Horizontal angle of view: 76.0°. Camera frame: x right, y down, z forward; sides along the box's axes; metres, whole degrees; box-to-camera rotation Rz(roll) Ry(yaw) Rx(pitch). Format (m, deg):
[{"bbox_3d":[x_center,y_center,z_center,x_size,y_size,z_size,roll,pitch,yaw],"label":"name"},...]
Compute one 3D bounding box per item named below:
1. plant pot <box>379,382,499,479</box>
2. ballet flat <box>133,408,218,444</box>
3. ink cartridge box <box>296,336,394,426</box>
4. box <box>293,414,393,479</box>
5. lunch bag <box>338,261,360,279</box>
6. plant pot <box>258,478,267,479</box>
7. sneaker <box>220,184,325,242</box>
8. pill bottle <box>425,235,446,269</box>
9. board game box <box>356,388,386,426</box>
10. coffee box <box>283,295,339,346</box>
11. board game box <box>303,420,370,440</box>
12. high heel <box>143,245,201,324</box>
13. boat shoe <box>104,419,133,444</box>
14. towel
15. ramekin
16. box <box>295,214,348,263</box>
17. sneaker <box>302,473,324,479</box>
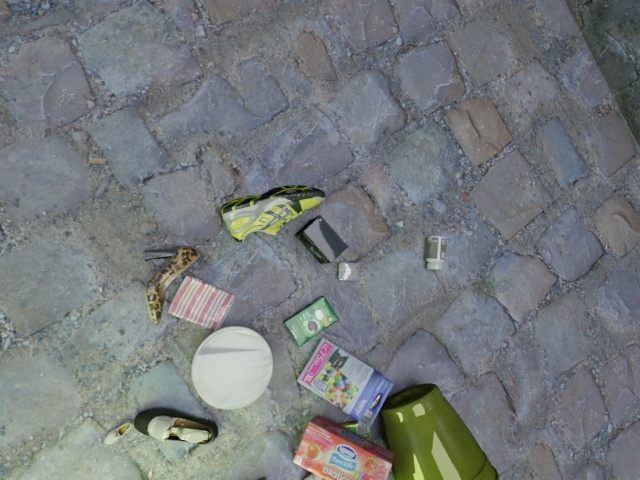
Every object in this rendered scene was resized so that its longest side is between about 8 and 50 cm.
[{"bbox_3d":[0.388,0.733,1.490,0.367,0.366,0.352,-21,79,-16],"label":"plant pot"},{"bbox_3d":[-0.479,0.624,1.364,0.281,0.096,0.095,13,83,-14],"label":"ballet flat"},{"bbox_3d":[0.093,0.514,1.491,0.311,0.065,0.185,31,75,9],"label":"ink cartridge box"},{"bbox_3d":[0.082,0.735,1.389,0.300,0.154,0.142,20,82,17],"label":"box"},{"bbox_3d":[0.108,0.119,1.587,0.083,0.053,0.071,2,88,-25],"label":"lunch bag"},{"bbox_3d":[-0.270,0.954,1.351,0.187,0.212,0.212,-5,87,-3],"label":"plant pot"},{"bbox_3d":[-0.163,-0.107,1.504,0.385,0.145,0.147,-15,111,-14],"label":"sneaker"},{"bbox_3d":[0.474,0.052,1.679,0.078,0.078,0.137,8,84,-15],"label":"pill bottle"},{"bbox_3d":[0.179,0.615,1.542,0.026,0.103,0.154,44,76,-8],"label":"board game box"},{"bbox_3d":[-0.036,0.302,1.539,0.184,0.040,0.113,-33,94,-16],"label":"coffee box"},{"bbox_3d":[0.062,0.756,1.534,0.260,0.039,0.124,-3,86,-17],"label":"board game box"},{"bbox_3d":[-0.497,0.150,1.398,0.186,0.093,0.261,-4,83,-15],"label":"high heel"},{"bbox_3d":[-0.664,0.632,1.344,0.100,0.035,0.035,-35,95,-15],"label":"boat shoe"},{"bbox_3d":[-0.408,0.222,1.426,0.197,0.029,0.144,29,80,-27],"label":"towel"},{"bbox_3d":[-0.303,0.424,1.412,0.273,0.127,0.272,1,86,-15],"label":"ramekin"},{"bbox_3d":[0.000,0.000,1.511,0.093,0.158,0.156,-44,97,-14],"label":"box"},{"bbox_3d":[0.011,0.963,1.488,0.091,0.094,0.258,-25,88,2],"label":"sneaker"}]
